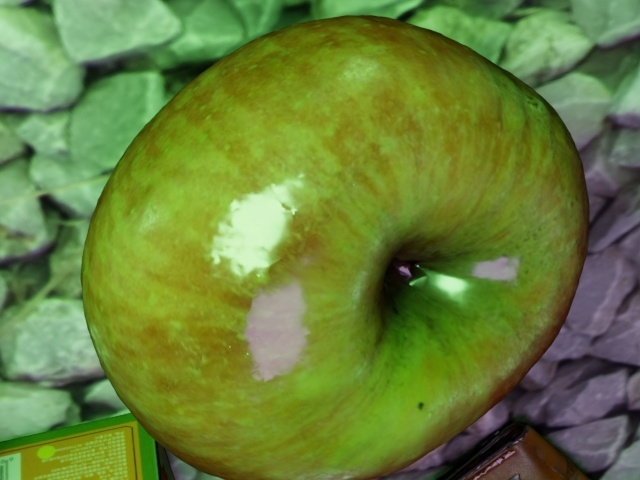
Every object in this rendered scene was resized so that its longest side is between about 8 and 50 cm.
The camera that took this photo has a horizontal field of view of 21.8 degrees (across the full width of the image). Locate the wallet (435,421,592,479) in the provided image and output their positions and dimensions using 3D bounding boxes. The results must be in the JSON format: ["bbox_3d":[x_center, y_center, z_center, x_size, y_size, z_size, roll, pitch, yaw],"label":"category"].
[{"bbox_3d":[0.139,0.245,1.378,0.195,0.042,0.161,-36,128,19],"label":"wallet"}]

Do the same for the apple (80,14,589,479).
[{"bbox_3d":[0.000,0.000,1.023,0.309,0.250,0.277,-24,118,-19],"label":"apple"}]

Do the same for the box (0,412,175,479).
[{"bbox_3d":[-0.195,0.254,1.246,0.195,0.148,0.177,-12,130,-2],"label":"box"}]
